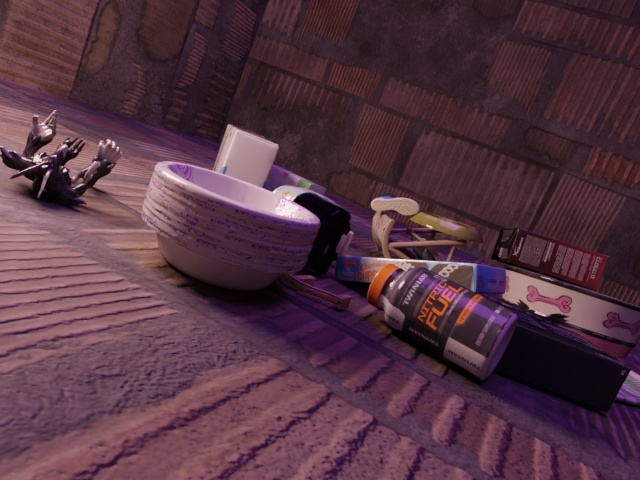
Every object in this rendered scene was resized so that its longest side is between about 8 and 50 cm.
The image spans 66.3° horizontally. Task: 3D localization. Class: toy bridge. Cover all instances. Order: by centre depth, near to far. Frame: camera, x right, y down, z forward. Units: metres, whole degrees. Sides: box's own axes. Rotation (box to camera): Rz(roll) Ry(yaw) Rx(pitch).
[{"bbox_3d":[-0.034,0.078,0.923,0.188,0.026,0.063,26,12,29],"label":"toy bridge"}]

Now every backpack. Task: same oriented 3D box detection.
[{"bbox_3d":[-0.047,-0.032,1.047,0.144,0.166,0.188,29,4,38],"label":"backpack"}]

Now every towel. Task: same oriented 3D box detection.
[{"bbox_3d":[0.679,0.317,1.174,0.325,0.038,0.248,18,11,-23],"label":"towel"}]

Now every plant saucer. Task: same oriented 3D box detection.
[{"bbox_3d":[0.399,-0.048,1.542,0.241,0.037,0.241,17,10,-3],"label":"plant saucer"}]

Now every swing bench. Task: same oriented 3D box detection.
[{"bbox_3d":[0.289,0.019,1.573,0.254,0.165,0.253,16,11,-4],"label":"swing bench"}]

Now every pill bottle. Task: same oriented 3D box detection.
[{"bbox_3d":[0.205,0.130,0.869,0.245,0.130,0.130,27,11,30],"label":"pill bottle"}]

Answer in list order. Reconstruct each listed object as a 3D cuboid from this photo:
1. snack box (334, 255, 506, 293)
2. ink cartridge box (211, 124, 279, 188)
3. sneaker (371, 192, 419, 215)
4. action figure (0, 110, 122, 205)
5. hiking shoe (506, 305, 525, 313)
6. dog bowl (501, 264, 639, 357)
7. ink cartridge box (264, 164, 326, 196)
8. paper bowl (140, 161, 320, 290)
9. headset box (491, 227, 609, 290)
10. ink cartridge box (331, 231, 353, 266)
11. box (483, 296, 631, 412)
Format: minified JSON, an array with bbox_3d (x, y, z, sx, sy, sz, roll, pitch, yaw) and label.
[{"bbox_3d":[0.215,0.074,1.074,0.322,0.060,0.187,2,-4,37],"label":"snack box"},{"bbox_3d":[-0.242,-0.214,1.457,0.129,0.223,0.307,18,10,-19],"label":"ink cartridge box"},{"bbox_3d":[0.245,-0.118,1.571,0.152,0.058,0.084,3,18,17],"label":"sneaker"},{"bbox_3d":[-0.467,-0.154,0.901,0.164,0.141,0.276,31,5,-17],"label":"action figure"},{"bbox_3d":[0.405,0.175,1.189,0.227,0.086,0.114,14,16,-35],"label":"hiking shoe"},{"bbox_3d":[0.716,0.203,1.415,0.408,0.150,0.408,18,4,-1],"label":"dog bowl"},{"bbox_3d":[-0.108,-0.133,1.514,0.212,0.154,0.093,28,11,32],"label":"ink cartridge box"},{"bbox_3d":[-0.154,-0.018,0.820,0.284,0.148,0.284,22,10,-4],"label":"paper bowl"},{"bbox_3d":[0.701,0.057,1.495,0.293,0.110,0.218,18,3,7],"label":"headset box"},{"bbox_3d":[0.000,0.000,1.202,0.135,0.099,0.056,17,11,-26],"label":"ink cartridge box"},{"bbox_3d":[0.428,0.215,0.976,0.261,0.103,0.184,21,6,-3],"label":"box"}]
